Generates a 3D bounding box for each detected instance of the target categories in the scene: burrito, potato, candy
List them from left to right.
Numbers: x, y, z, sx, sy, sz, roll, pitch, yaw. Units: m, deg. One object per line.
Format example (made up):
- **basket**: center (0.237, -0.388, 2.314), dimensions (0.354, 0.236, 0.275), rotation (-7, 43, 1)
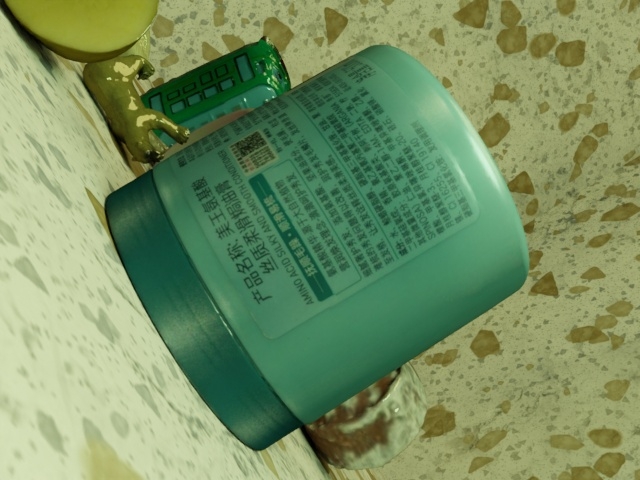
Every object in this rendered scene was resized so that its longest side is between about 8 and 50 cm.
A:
- **potato**: center (-0.298, -0.302, 0.805), dimensions (0.203, 0.178, 0.158), rotation (45, -17, -12)
- **burrito**: center (-0.300, -0.169, 1.173), dimensions (0.171, 0.042, 0.051), rotation (60, 8, -57)
- **candy**: center (0.064, 0.265, 1.129), dimensions (0.157, 0.214, 0.289), rotation (58, 1, -15)

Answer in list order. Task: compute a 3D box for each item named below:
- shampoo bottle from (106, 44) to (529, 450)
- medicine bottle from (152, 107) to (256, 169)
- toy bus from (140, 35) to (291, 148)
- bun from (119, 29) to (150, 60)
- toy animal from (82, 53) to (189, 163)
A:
- **shampoo bottle**: center (0.000, 0.000, 0.737), dimensions (0.331, 0.343, 0.331), rotation (58, -2, 4)
- **medicine bottle**: center (-0.104, -0.018, 1.156), dimensions (0.388, 0.219, 0.219), rotation (60, -3, -25)
- **toy bus**: center (-0.220, -0.286, 1.458), dimensions (0.199, 0.344, 0.183), rotation (-110, 174, -47)
- **bun**: center (-0.453, -0.465, 1.436), dimensions (0.222, 0.128, 0.222), rotation (179, -90, -88)
- **toy animal**: center (-0.287, -0.195, 0.980), dimensions (0.218, 0.103, 0.101), rotation (61, 17, 7)
